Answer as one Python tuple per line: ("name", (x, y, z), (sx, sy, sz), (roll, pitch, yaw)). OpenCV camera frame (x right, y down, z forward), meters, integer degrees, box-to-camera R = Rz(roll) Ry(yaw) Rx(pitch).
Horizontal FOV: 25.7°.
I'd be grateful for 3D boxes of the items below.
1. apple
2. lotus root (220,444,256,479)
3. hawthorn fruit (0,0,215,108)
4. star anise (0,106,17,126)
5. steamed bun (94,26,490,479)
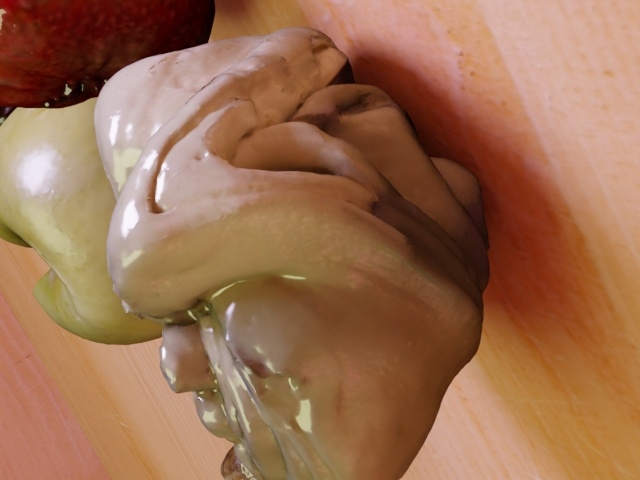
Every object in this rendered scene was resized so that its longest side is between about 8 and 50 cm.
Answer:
("apple", (-0.200, -0.039, 1.451), (0.292, 0.254, 0.292), (46, 160, 23))
("lotus root", (-0.063, 0.297, 1.861), (0.122, 0.112, 0.081), (54, 142, 19))
("hawthorn fruit", (-0.232, -0.267, 1.209), (0.265, 0.265, 0.307), (159, 101, -71))
("star anise", (-0.413, -0.214, 1.864), (0.190, 0.126, 0.220), (35, -148, -55))
("steamed bun", (0.000, 0.000, 1.042), (0.339, 0.247, 0.352), (56, -160, -29))
